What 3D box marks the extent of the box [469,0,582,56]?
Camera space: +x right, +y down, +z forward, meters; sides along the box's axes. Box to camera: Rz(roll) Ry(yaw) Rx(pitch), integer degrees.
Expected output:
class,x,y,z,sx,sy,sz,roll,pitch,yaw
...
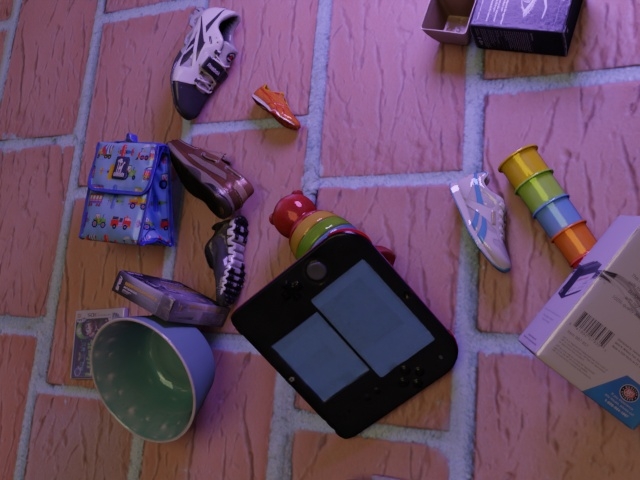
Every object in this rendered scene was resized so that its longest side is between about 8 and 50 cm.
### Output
class,x,y,z,sx,sy,sz,roll,pitch,yaw
box,0.453,-0.504,1.398,0.207,0.108,0.153,16,85,26

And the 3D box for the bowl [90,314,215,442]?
class,x,y,z,sx,sy,sz,roll,pitch,yaw
bowl,-0.374,0.300,1.518,0.312,0.163,0.311,9,110,26

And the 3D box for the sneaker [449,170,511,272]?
class,x,y,z,sx,sy,sz,roll,pitch,yaw
sneaker,0.355,-0.041,1.346,0.092,0.087,0.228,-26,70,15

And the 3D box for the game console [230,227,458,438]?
class,x,y,z,sx,sy,sz,roll,pitch,yaw
game console,0.056,0.198,1.330,0.342,0.060,0.386,-39,100,10

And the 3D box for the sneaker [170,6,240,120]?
class,x,y,z,sx,sy,sz,roll,pitch,yaw
sneaker,-0.303,-0.486,1.730,0.146,0.122,0.330,8,82,28

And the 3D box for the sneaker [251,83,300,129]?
class,x,y,z,sx,sy,sz,roll,pitch,yaw
sneaker,-0.107,-0.347,1.643,0.067,0.064,0.175,-44,67,-2

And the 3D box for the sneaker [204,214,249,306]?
class,x,y,z,sx,sy,sz,roll,pitch,yaw
sneaker,-0.245,0.053,1.605,0.106,0.078,0.234,-3,73,27

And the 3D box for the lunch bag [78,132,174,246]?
class,x,y,z,sx,sy,sz,roll,pitch,yaw
lunch bag,-0.505,-0.138,1.702,0.221,0.138,0.293,5,90,28

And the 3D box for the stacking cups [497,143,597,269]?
class,x,y,z,sx,sy,sz,roll,pitch,yaw
stacking cups,0.486,-0.044,1.296,0.096,0.096,0.316,-34,72,14

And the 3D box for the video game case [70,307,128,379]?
class,x,y,z,sx,sy,sz,roll,pitch,yaw
video game case,-0.604,0.282,1.740,0.173,0.022,0.190,-6,75,23

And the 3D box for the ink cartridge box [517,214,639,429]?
class,x,y,z,sx,sy,sz,roll,pitch,yaw
ink cartridge box,0.549,0.139,1.146,0.223,0.129,0.307,38,95,0

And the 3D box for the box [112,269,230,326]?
class,x,y,z,sx,sy,sz,roll,pitch,yaw
box,-0.357,0.143,1.543,0.183,0.231,0.056,22,89,27

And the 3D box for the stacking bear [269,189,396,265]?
class,x,y,z,sx,sy,sz,roll,pitch,yaw
stacking bear,0.000,0.000,1.464,0.175,0.164,0.289,-50,59,6

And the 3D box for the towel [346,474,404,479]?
class,x,y,z,sx,sy,sz,roll,pitch,yaw
towel,0.189,0.652,1.283,0.324,0.056,0.312,1,81,23

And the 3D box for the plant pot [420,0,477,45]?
class,x,y,z,sx,sy,sz,roll,pitch,yaw
plant pot,0.308,-0.509,1.472,0.109,0.096,0.109,17,86,27

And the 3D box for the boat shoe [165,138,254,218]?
class,x,y,z,sx,sy,sz,roll,pitch,yaw
boat shoe,-0.287,-0.173,1.665,0.120,0.122,0.324,-33,52,-21

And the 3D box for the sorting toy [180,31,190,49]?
class,x,y,z,sx,sy,sz,roll,pitch,yaw
sorting toy,-0.369,-0.586,1.845,0.062,0.012,0.083,21,87,27
